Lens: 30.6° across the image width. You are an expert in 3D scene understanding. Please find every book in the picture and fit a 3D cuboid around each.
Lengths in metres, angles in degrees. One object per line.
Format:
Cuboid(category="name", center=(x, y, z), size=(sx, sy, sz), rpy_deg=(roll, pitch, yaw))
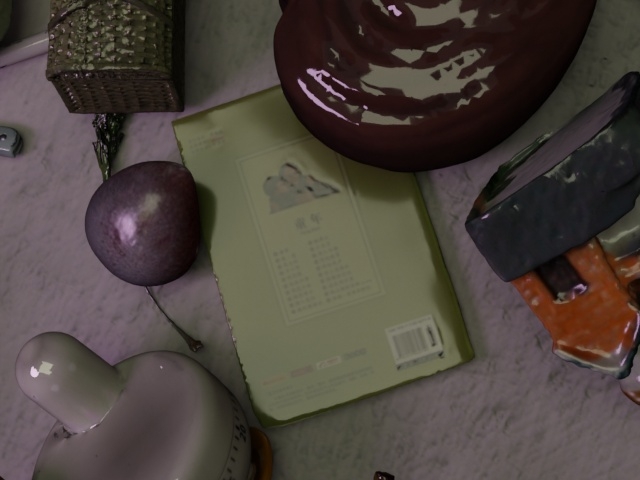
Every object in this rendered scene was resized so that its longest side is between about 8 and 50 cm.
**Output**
Cuboid(category="book", center=(0.000, 0.000, 1.246), size=(0.239, 0.035, 0.352), rpy_deg=(-18, 80, 4))

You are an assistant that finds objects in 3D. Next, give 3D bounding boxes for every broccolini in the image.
Cuboid(category="broccolini", center=(-0.233, -0.080, 1.301), size=(0.035, 0.030, 0.140), rpy_deg=(-3, 87, -28))

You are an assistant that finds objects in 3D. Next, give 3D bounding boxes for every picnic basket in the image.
Cuboid(category="picnic basket", center=(-0.212, -0.247, 1.232), size=(0.134, 0.154, 0.196), rpy_deg=(1, 78, -3))

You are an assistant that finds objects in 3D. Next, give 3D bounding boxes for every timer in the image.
Cuboid(category="timer", center=(-0.191, 0.208, 1.148), size=(0.233, 0.240, 0.233), rpy_deg=(-25, 40, 23))

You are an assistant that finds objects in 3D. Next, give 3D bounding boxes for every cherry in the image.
Cuboid(category="cherry", center=(-0.161, 0.001, 1.225), size=(0.148, 0.115, 0.188), rpy_deg=(-46, 73, 9))

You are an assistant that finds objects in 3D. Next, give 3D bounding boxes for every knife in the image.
Cuboid(category="knife", center=(-0.416, -0.127, 1.332), size=(0.162, 0.023, 0.044), rpy_deg=(12, 61, 10))

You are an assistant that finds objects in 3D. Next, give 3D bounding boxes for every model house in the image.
Cuboid(category="model house", center=(0.294, 0.021, 1.101), size=(0.190, 0.271, 0.301), rpy_deg=(-31, 95, 19))

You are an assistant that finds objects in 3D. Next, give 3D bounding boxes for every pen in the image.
Cuboid(category="pen", center=(-0.356, -0.211, 1.333), size=(0.218, 0.026, 0.026), rpy_deg=(-17, 81, 7))

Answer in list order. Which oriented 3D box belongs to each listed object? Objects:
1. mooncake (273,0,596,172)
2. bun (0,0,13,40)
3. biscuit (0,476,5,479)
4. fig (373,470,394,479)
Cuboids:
Cuboid(category="mooncake", center=(0.113, -0.241, 1.178), size=(0.326, 0.174, 0.334), rpy_deg=(-7, 81, 4))
Cuboid(category="bun", center=(-0.432, -0.263, 1.303), size=(0.195, 0.118, 0.195), rpy_deg=(-3, 75, 11))
Cuboid(category="biscuit", center=(-0.247, 0.392, 1.114), size=(0.381, 0.074, 0.359), rpy_deg=(53, 136, -1))
Cuboid(category="fig", center=(-0.010, 0.364, 1.097), size=(0.249, 0.204, 0.186), rpy_deg=(-38, 76, 29))
